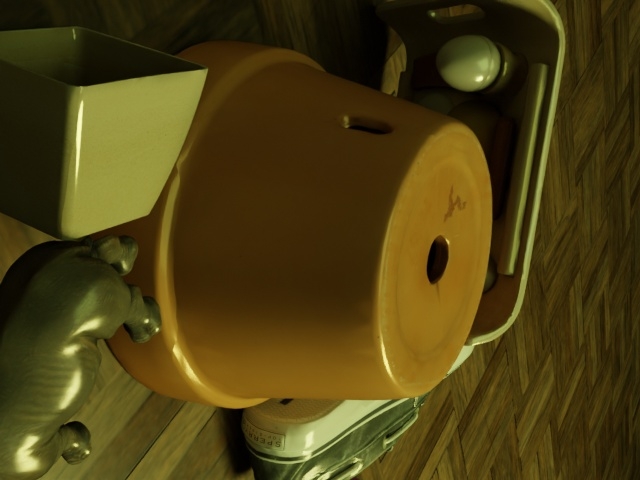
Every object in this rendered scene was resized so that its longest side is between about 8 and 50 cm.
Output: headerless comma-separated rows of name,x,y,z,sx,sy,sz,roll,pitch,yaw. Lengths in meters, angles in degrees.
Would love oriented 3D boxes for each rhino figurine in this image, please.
rhino figurine,-0.179,0.105,0.521,0.243,0.073,0.106,-62,164,0

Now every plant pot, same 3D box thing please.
plant pot,0.000,0.000,0.680,0.291,0.203,0.291,-25,120,-54
plant pot,-0.144,-0.062,0.519,0.109,0.109,0.096,-25,131,-56

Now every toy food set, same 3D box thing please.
toy food set,0.097,-0.074,0.829,0.092,0.219,0.306,9,92,-32

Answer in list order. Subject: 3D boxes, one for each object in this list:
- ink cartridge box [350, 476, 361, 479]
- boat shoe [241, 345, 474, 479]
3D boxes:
ink cartridge box,0.005,0.438,0.953,0.324,0.071,0.330,-58,145,-34
boat shoe,0.041,0.155,0.907,0.335,0.121,0.119,-21,125,-45
